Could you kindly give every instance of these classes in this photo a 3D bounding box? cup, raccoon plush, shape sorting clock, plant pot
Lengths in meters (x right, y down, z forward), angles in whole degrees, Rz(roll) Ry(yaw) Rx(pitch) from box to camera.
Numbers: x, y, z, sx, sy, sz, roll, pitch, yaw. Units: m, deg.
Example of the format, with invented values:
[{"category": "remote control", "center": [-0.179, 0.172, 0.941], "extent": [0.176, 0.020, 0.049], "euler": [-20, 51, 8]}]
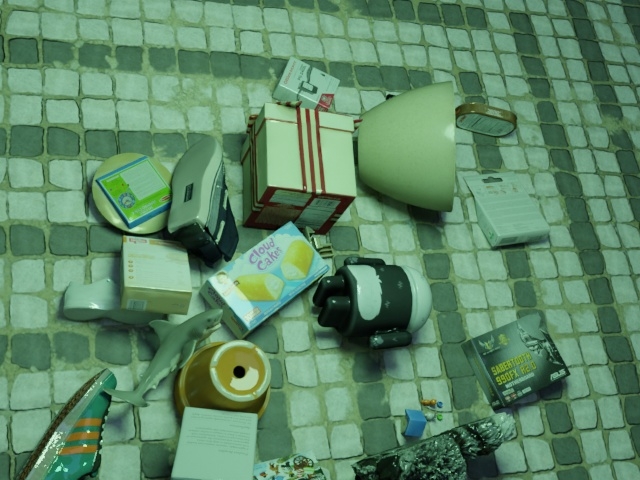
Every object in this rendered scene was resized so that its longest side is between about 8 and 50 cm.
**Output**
[{"category": "cup", "center": [0.217, -0.235, 2.066], "extent": [0.237, 0.331, 0.331], "euler": [-1, 64, 7]}, {"category": "raccoon plush", "center": [0.269, 0.567, 1.711], "extent": [0.446, 0.216, 0.299], "euler": [-16, 78, -10]}, {"category": "shape sorting clock", "center": [-0.427, -0.109, 1.883], "extent": [0.206, 0.040, 0.206], "euler": [12, 59, -22]}, {"category": "plant pot", "center": [-0.190, 0.296, 1.701], "extent": [0.205, 0.188, 0.205], "euler": [9, 63, -17]}]

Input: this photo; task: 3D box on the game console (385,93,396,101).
[{"category": "game console", "center": [0.241, -0.359, 2.246], "extent": [0.071, 0.107, 0.122], "euler": [32, 55, -38]}]

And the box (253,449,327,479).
[{"category": "box", "center": [-0.095, 0.530, 1.669], "extent": [0.233, 0.044, 0.159], "euler": [-8, 38, -24]}]

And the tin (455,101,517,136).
[{"category": "tin", "center": [0.469, -0.342, 2.303], "extent": [0.190, 0.106, 0.040], "euler": [11, 63, -16]}]

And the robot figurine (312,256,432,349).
[{"category": "robot figurine", "center": [0.126, 0.144, 1.908], "extent": [0.278, 0.173, 0.209], "euler": [0, 90, -21]}]

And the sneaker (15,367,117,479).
[{"category": "sneaker", "center": [-0.476, 0.399, 1.601], "extent": [0.121, 0.108, 0.302], "euler": [41, 54, -18]}]

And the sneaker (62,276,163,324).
[{"category": "sneaker", "center": [-0.444, 0.123, 1.754], "extent": [0.212, 0.080, 0.094], "euler": [7, 52, -17]}]

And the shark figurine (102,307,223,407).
[{"category": "shark figurine", "center": [-0.335, 0.230, 1.703], "extent": [0.116, 0.166, 0.278], "euler": [46, 72, -6]}]

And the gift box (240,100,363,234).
[{"category": "gift box", "center": [-0.042, -0.188, 1.942], "extent": [0.255, 0.276, 0.258], "euler": [8, 62, -24]}]

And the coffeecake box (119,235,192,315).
[{"category": "coffeecake box", "center": [-0.360, 0.074, 1.759], "extent": [0.142, 0.068, 0.185], "euler": [7, 33, -19]}]

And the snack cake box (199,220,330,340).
[{"category": "snack cake box", "center": [-0.127, 0.091, 1.879], "extent": [0.264, 0.089, 0.152], "euler": [-37, 84, -31]}]

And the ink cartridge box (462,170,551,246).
[{"category": "ink cartridge box", "center": [0.507, -0.089, 2.245], "extent": [0.181, 0.056, 0.224], "euler": [-7, 51, -24]}]

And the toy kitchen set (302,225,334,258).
[{"category": "toy kitchen set", "center": [0.000, 0.000, 1.973], "extent": [0.075, 0.083, 0.068], "euler": [-7, 70, -24]}]

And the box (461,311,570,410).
[{"category": "box", "center": [0.493, 0.301, 2.041], "extent": [0.231, 0.056, 0.183], "euler": [-16, 74, -27]}]

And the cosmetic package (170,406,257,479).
[{"category": "cosmetic package", "center": [-0.207, 0.448, 1.582], "extent": [0.151, 0.151, 0.183], "euler": [7, 33, -4]}]

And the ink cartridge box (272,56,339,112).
[{"category": "ink cartridge box", "center": [-0.039, -0.406, 2.160], "extent": [0.150, 0.063, 0.109], "euler": [25, 60, -9]}]

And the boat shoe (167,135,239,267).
[{"category": "boat shoe", "center": [-0.263, -0.087, 1.909], "extent": [0.158, 0.127, 0.340], "euler": [53, 29, -37]}]

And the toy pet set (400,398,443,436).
[{"category": "toy pet set", "center": [0.247, 0.420, 1.884], "extent": [0.114, 0.065, 0.122], "euler": [11, 62, -16]}]
